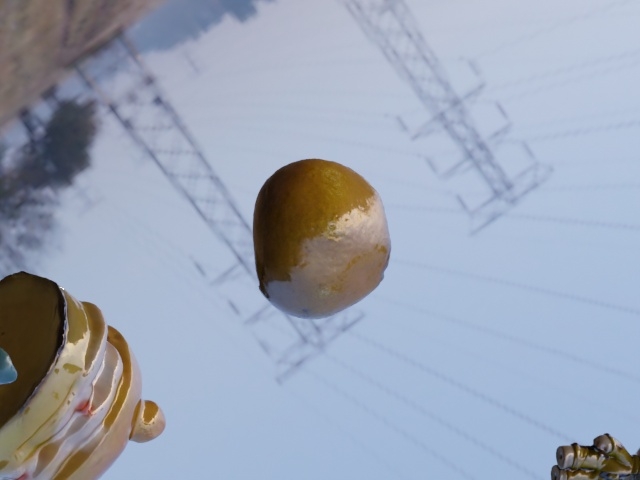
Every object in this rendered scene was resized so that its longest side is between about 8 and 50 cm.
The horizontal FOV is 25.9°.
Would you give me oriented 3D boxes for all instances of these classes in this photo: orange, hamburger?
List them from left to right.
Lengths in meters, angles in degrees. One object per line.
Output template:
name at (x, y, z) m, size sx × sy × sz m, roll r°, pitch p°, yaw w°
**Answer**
hamburger at (-0.339, 0.197, 1.690) m, size 0.276 × 0.237 × 0.276 m, roll -22°, pitch -133°, yaw 26°
orange at (0.000, 0.000, 1.316) m, size 0.156 × 0.134 × 0.156 m, roll 11°, pitch 90°, yaw -88°

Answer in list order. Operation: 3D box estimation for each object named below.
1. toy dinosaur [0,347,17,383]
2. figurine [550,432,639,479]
toy dinosaur at (-0.364, 0.118, 0.820) m, size 0.331 × 0.129 × 0.383 m, roll -25°, pitch 162°, yaw -40°
figurine at (0.271, 0.204, 1.199) m, size 0.143 × 0.101 × 0.068 m, roll -16°, pitch -157°, yaw 0°
